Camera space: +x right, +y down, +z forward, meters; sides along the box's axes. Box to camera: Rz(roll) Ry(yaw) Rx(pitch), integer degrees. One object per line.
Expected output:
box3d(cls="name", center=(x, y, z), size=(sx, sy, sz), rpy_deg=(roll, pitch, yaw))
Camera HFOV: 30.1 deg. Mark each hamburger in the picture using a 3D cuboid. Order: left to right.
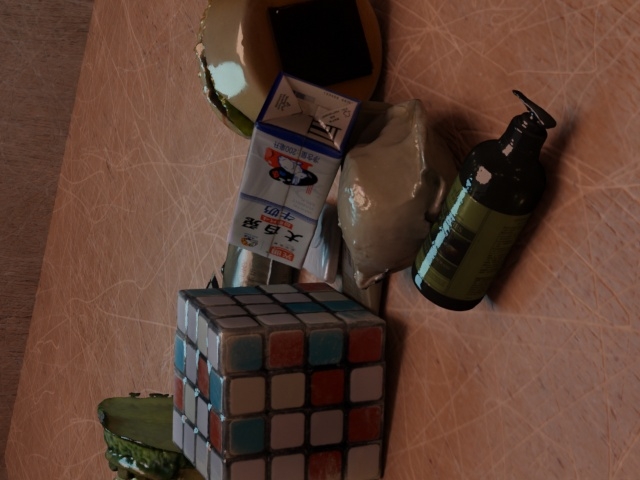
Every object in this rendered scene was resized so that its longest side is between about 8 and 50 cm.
box3d(cls="hamburger", center=(-0.049, -0.287, 1.807), size=(0.170, 0.302, 0.302), rpy_deg=(0, 86, 57))

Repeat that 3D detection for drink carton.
box3d(cls="drink carton", center=(-0.045, -0.090, 1.720), size=(0.315, 0.130, 0.106), rpy_deg=(112, 180, -55))

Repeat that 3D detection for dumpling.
box3d(cls="dumpling", center=(0.083, -0.072, 1.611), size=(0.243, 0.175, 0.227), rpy_deg=(-33, 51, 24))

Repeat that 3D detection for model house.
box3d(cls="model house", center=(-0.298, 0.458, 2.246), size=(0.321, 0.261, 0.266), rpy_deg=(-146, 61, -66))

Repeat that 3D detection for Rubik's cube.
box3d(cls="Rubik's cube", center=(-0.066, 0.213, 1.768), size=(0.259, 0.256, 0.253), rpy_deg=(-157, 67, -65))

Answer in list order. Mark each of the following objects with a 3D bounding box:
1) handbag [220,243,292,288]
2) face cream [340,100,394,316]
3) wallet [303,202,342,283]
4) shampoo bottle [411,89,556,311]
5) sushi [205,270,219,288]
box3d(cls="handbag", center=(-0.114, 0.064, 2.089), size=(0.182, 0.117, 0.270), rpy_deg=(-140, 59, -70))
box3d(cls="face cream", center=(0.066, -0.033, 1.772), size=(0.137, 0.084, 0.341), rpy_deg=(-141, 50, -62))
box3d(cls="wallet", center=(0.000, 0.000, 1.911), size=(0.183, 0.032, 0.124), rpy_deg=(-155, 70, -74))
box3d(cls="shampoo bottle", center=(0.204, -0.045, 1.437), size=(0.101, 0.101, 0.284), rpy_deg=(-113, 36, -44))
box3d(cls="sushi", center=(-0.197, 0.200, 2.309), size=(0.192, 0.050, 0.215), rpy_deg=(-64, 29, 27))
